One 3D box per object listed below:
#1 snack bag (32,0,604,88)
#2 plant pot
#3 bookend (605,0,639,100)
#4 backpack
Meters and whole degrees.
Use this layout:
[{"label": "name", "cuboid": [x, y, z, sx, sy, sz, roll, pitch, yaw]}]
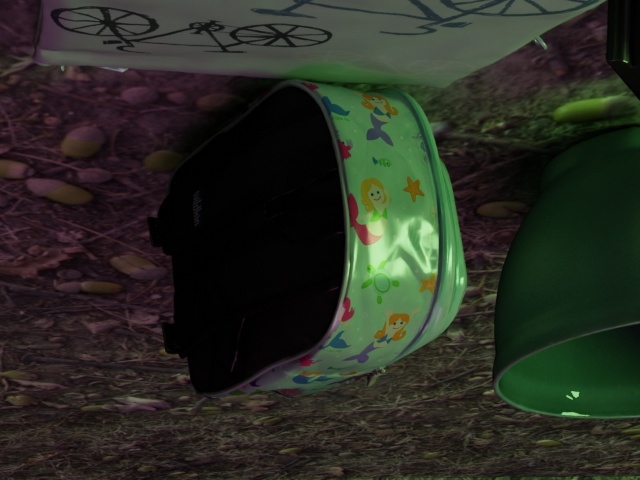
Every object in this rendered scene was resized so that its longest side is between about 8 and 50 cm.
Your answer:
[{"label": "snack bag", "cuboid": [-0.006, -0.145, 0.711, 0.323, 0.037, 0.342, 1, 175, -14]}, {"label": "plant pot", "cuboid": [0.286, 0.023, 1.029, 0.293, 0.196, 0.293, -3, 156, -1]}, {"label": "bookend", "cuboid": [0.293, -0.132, 0.795, 0.156, 0.072, 0.157, -6, 159, 34]}, {"label": "backpack", "cuboid": [0.000, 0.000, 0.902, 0.191, 0.225, 0.253, 1, 161, -27]}]
